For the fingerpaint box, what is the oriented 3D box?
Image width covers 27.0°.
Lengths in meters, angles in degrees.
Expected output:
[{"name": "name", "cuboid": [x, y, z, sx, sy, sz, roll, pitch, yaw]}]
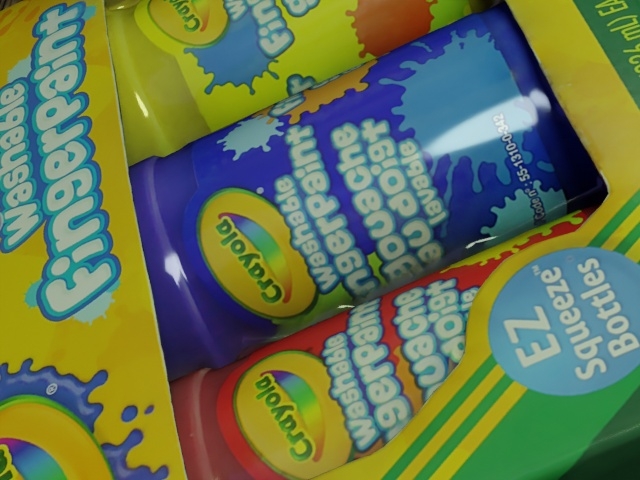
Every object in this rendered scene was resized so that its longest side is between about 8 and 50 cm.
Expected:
[{"name": "fingerpaint box", "cuboid": [0.000, 0.000, 0.668, 0.371, 0.163, 0.445, -24, 45, 8]}]
